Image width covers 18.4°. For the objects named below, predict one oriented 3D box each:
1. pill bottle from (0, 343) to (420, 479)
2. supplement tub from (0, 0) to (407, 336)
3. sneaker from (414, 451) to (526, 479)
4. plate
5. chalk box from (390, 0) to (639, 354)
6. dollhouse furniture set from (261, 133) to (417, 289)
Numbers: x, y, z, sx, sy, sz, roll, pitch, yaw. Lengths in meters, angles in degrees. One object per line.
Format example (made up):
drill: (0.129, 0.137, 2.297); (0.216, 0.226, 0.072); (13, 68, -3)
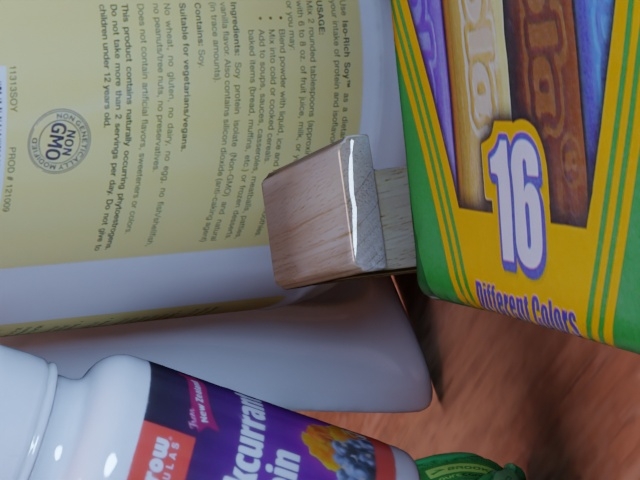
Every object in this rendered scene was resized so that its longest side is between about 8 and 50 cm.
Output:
pill bottle: (-0.063, 0.113, 0.861); (0.108, 0.193, 0.108); (-160, 90, -77)
supplement tub: (-0.103, -0.080, 0.885); (0.241, 0.331, 0.241); (13, 106, 57)
sneaker: (0.062, 0.155, 0.890); (0.295, 0.109, 0.123); (133, 126, -70)
plate: (-0.087, -0.032, 1.060); (0.045, 0.277, 0.278); (-58, 39, 42)
chalk box: (0.114, -0.131, 0.437); (0.179, 0.180, 0.289); (-163, 65, -73)
dollhouse furniture set: (0.058, -0.114, 0.681); (0.212, 0.161, 0.242); (162, 101, -75)
